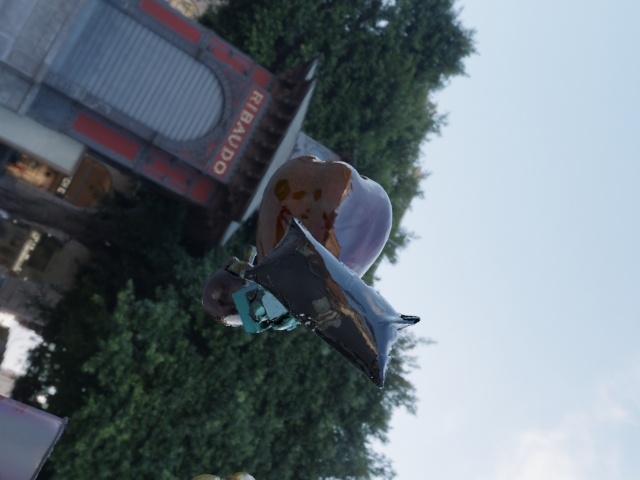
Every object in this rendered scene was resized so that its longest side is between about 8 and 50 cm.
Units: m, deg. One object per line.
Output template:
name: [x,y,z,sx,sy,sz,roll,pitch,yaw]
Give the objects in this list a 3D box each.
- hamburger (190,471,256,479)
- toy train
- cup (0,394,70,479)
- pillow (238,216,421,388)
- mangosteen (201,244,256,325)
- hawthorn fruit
hamburger: [-0.193,0.590,1.166,0.314,0.170,0.289,-96,-175,-83]
toy train: [-0.071,0.108,1.220,0.198,0.107,0.154,-23,-174,-36]
cup: [-0.595,0.315,1.034,0.203,0.289,0.203,-50,-164,20]
pillow: [0.011,0.050,0.540,0.048,0.150,0.090,-50,-178,25]
mangosteen: [-0.209,0.121,1.555,0.172,0.173,0.183,-108,-154,-59]
hawthorn fruit: [0.000,0.000,0.979,0.208,0.208,0.248,2,-101,64]
